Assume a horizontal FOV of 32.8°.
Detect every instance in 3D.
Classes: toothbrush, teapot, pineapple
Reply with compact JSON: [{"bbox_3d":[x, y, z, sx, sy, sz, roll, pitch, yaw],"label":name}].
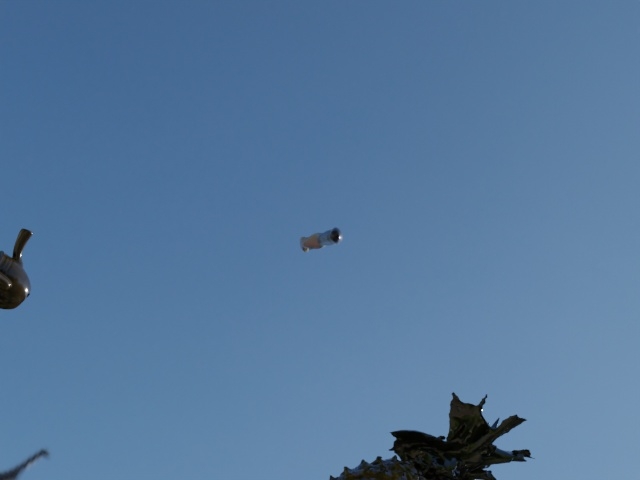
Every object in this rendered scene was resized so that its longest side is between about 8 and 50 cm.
[{"bbox_3d":[0.000,0.000,1.332,0.269,0.027,0.021,168,-99,-81],"label":"toothbrush"},{"bbox_3d":[-0.411,0.037,1.444,0.080,0.110,0.085,46,-18,-25],"label":"teapot"},{"bbox_3d":[0.165,0.354,1.662,0.165,0.364,0.165,28,-49,39],"label":"pineapple"}]
